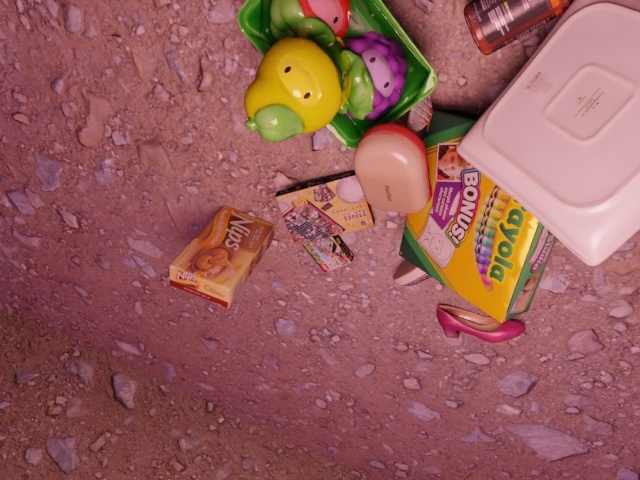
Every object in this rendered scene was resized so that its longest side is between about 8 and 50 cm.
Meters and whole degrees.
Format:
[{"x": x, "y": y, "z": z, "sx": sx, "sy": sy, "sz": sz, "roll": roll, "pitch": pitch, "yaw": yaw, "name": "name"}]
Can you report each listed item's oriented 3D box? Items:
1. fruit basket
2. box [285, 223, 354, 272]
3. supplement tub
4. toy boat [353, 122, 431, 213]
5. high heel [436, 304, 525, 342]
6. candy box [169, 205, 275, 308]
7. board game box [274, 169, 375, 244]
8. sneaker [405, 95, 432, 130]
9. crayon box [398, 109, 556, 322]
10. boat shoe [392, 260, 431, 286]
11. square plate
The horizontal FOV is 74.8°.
[{"x": 0.008, "y": -0.346, "z": 0.803, "sx": 0.392, "sy": 0.392, "sz": 0.283, "roll": 45, "pitch": 129, "yaw": -15, "name": "fruit basket"}, {"x": 0.000, "y": 0.000, "z": 1.291, "sx": 0.114, "sy": 0.036, "sz": 0.207, "roll": -24, "pitch": 114, "yaw": 35, "name": "box"}, {"x": 0.372, "y": -0.433, "z": 0.758, "sx": 0.198, "sy": 0.106, "sz": 0.106, "roll": -22, "pitch": 116, "yaw": 34, "name": "supplement tub"}, {"x": 0.164, "y": -0.169, "z": 0.895, "sx": 0.151, "sy": 0.151, "sz": 0.231, "roll": 10, "pitch": 157, "yaw": 23, "name": "toy boat"}, {"x": 0.479, "y": 0.239, "z": 1.265, "sx": 0.244, "sy": 0.082, "sz": 0.117, "roll": -5, "pitch": 122, "yaw": 34, "name": "high heel"}, {"x": -0.281, "y": 0.037, "z": 1.247, "sx": 0.183, "sy": 0.316, "sz": 0.087, "roll": 22, "pitch": 130, "yaw": 5, "name": "candy box"}, {"x": 0.014, "y": -0.089, "z": 1.176, "sx": 0.243, "sy": 0.042, "sz": 0.165, "roll": -13, "pitch": 118, "yaw": 16, "name": "board game box"}, {"x": 0.203, "y": -0.298, "z": 0.913, "sx": 0.061, "sy": 0.158, "sz": 0.065, "roll": 34, "pitch": 151, "yaw": -33, "name": "sneaker"}, {"x": 0.337, "y": -0.066, "z": 0.894, "sx": 0.313, "sy": 0.106, "sz": 0.363, "roll": 39, "pitch": 130, "yaw": 49, "name": "crayon box"}, {"x": 0.365, "y": 0.072, "z": 1.138, "sx": 0.158, "sy": 0.127, "sz": 0.340, "roll": 46, "pitch": 129, "yaw": -8, "name": "boat shoe"}, {"x": 0.413, "y": -0.198, "z": 0.640, "sx": 0.049, "sy": 0.344, "sz": 0.347, "roll": 14, "pitch": 123, "yaw": -40, "name": "square plate"}]
